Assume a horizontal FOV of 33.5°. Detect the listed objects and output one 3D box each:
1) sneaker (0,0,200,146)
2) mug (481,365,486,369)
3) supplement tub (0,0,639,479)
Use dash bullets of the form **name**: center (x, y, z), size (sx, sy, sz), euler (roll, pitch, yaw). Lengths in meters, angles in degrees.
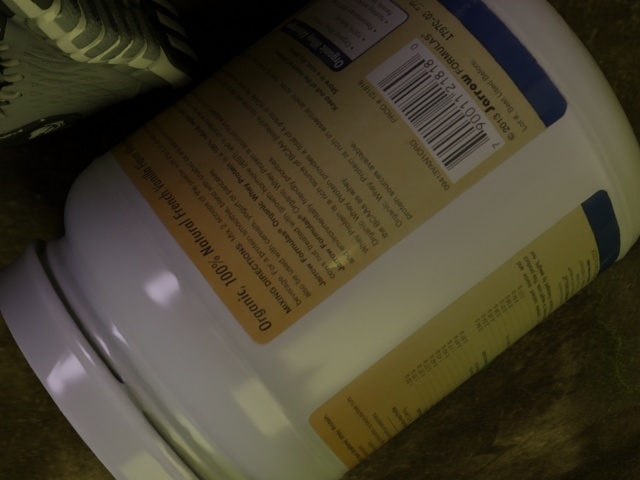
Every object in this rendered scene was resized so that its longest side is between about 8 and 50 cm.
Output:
- **sneaker**: center (-0.159, -0.095, 0.519), size (0.132, 0.086, 0.229), euler (-27, 163, 13)
- **mug**: center (0.108, 0.034, 0.861), size (0.097, 0.129, 0.158), euler (-55, 167, 32)
- **supplement tub**: center (0.000, 0.000, 0.613), size (0.316, 0.228, 0.228), euler (-37, 148, -5)
